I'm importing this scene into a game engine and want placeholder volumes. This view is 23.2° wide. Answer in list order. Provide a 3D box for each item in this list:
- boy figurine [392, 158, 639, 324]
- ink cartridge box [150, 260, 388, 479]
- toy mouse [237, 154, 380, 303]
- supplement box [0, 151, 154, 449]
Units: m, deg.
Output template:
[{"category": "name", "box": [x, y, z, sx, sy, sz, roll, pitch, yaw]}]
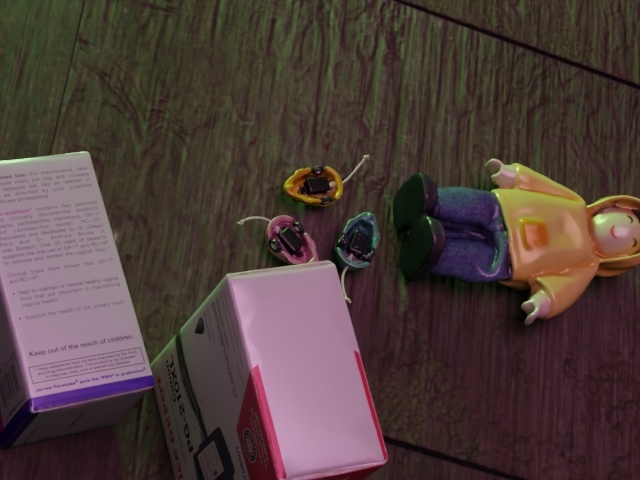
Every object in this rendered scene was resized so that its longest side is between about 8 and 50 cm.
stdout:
[{"category": "boy figurine", "box": [0.218, 0.002, 1.575, 0.285, 0.092, 0.177, 4, 63, -20]}, {"category": "ink cartridge box", "box": [-0.051, 0.141, 1.298, 0.100, 0.237, 0.172, -7, 71, -25]}, {"category": "toy mouse", "box": [0.000, 0.000, 1.507, 0.161, 0.031, 0.143, -13, 73, -29]}, {"category": "supplement box", "box": [-0.234, 0.049, 1.328, 0.114, 0.111, 0.220, -10, 72, -29]}]
